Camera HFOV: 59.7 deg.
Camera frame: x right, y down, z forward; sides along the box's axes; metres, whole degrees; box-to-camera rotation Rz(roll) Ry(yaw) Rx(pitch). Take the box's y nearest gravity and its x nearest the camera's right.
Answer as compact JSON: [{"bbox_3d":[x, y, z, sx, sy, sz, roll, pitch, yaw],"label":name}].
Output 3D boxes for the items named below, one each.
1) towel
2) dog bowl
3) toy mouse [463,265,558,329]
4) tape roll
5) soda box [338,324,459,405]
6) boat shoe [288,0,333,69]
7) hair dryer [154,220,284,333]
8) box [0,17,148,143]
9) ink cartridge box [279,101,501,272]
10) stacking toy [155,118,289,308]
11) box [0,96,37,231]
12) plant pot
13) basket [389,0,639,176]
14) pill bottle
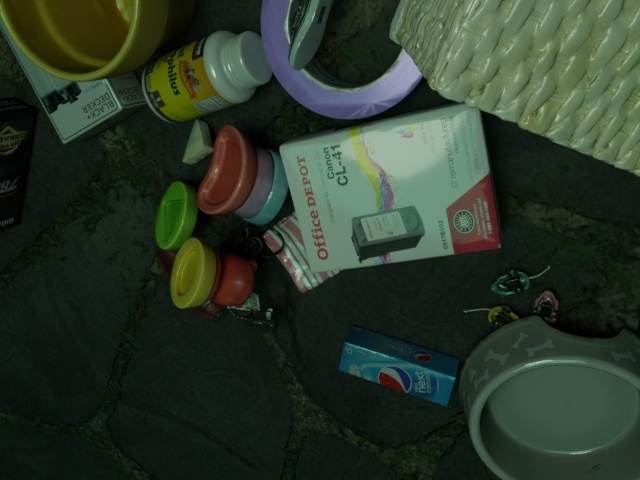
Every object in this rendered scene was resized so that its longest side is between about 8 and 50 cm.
[{"bbox_3d":[0.000,0.000,1.032,0.197,0.029,0.144,-33,97,26],"label":"towel"},{"bbox_3d":[0.410,0.295,0.940,0.349,0.102,0.348,6,116,14],"label":"dog bowl"},{"bbox_3d":[0.348,0.094,0.943,0.161,0.031,0.143,26,116,9],"label":"toy mouse"},{"bbox_3d":[0.050,-0.330,0.857,0.275,0.090,0.274,7,111,18],"label":"tape roll"},{"bbox_3d":[0.146,0.232,1.044,0.210,0.071,0.067,15,114,13],"label":"soda box"},{"bbox_3d":[-0.018,-0.321,0.812,0.040,0.049,0.142,37,117,25],"label":"boat shoe"},{"bbox_3d":[-0.199,0.055,1.102,0.294,0.080,0.223,6,100,20],"label":"hair dryer"},{"bbox_3d":[-0.463,-0.347,1.032,0.169,0.087,0.289,-19,103,25],"label":"box"},{"bbox_3d":[0.116,-0.084,0.889,0.306,0.131,0.226,-10,104,17],"label":"ink cartridge box"},{"bbox_3d":[-0.171,-0.052,1.000,0.279,0.130,0.308,46,114,49],"label":"stacking toy"},{"bbox_3d":[-0.709,-0.121,1.088,0.073,0.295,0.293,27,115,11],"label":"box"},{"bbox_3d":[-0.324,-0.390,0.880,0.254,0.239,0.253,7,112,17],"label":"plant pot"},{"bbox_3d":[0.301,-0.295,0.624,0.328,0.266,0.331,18,120,-13],"label":"basket"},{"bbox_3d":[-0.186,-0.273,0.926,0.215,0.117,0.117,-8,107,34],"label":"pill bottle"}]
